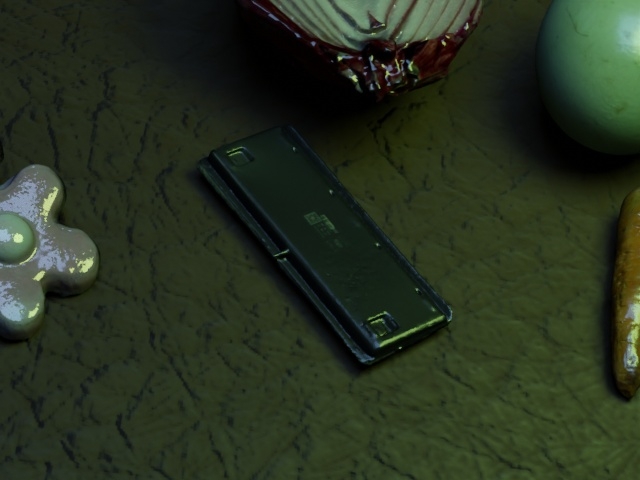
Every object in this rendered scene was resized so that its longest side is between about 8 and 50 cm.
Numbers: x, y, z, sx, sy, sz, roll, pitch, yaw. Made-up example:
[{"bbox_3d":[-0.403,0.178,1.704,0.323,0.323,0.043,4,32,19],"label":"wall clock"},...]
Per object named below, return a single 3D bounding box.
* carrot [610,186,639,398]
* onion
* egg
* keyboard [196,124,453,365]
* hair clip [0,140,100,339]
[{"bbox_3d":[0.245,0.035,1.352,0.047,0.047,0.191,13,52,2],"label":"carrot"},{"bbox_3d":[0.024,-0.190,1.452,0.227,0.120,0.283,2,47,-10],"label":"onion"},{"bbox_3d":[0.252,-0.155,1.440,0.149,0.149,0.192,20,48,8],"label":"egg"},{"bbox_3d":[0.000,0.000,1.353,0.094,0.025,0.230,-24,58,-28],"label":"keyboard"},{"bbox_3d":[-0.274,-0.037,1.316,0.146,0.075,0.257,-31,66,-35],"label":"hair clip"}]
